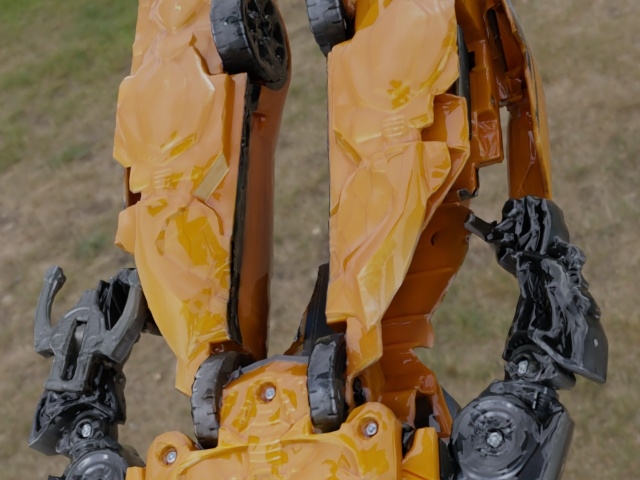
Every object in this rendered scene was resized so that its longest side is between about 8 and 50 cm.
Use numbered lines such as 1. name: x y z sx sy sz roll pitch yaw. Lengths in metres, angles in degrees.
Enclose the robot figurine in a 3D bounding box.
1. robot figurine: 0.000 0.000 0.471 0.211 0.085 0.291 -11 61 22
